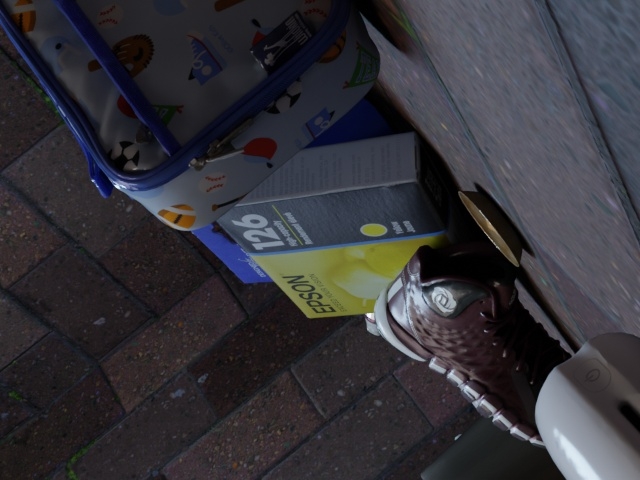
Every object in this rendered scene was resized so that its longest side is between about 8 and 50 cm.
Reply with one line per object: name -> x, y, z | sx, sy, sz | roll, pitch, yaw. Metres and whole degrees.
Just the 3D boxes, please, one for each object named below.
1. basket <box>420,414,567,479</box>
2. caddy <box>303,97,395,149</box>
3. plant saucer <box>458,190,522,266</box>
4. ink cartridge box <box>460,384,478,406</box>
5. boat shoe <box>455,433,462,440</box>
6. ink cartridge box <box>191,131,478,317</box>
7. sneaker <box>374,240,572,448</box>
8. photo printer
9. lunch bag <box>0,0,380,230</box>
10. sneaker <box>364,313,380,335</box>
basket -> 0.253, 0.277, 1.633 | 0.154, 0.227, 0.204 | 51, -179, -16
caddy -> -0.051, -0.144, 1.500 | 0.241, 0.179, 0.341 | 51, 180, -13
plant saucer -> 0.151, -0.014, 1.112 | 0.083, 0.015, 0.083 | 52, 180, 0
ink cartridge box -> 0.271, 0.206, 1.964 | 0.198, 0.114, 0.273 | 51, 180, -7
boat shoe -> 0.312, 0.318, 1.756 | 0.302, 0.091, 0.114 | 26, 155, 46
ink cartridge box -> 0.000, 0.000, 1.374 | 0.303, 0.307, 0.072 | 49, -144, -58
sneaker -> 0.194, 0.098, 1.293 | 0.281, 0.106, 0.162 | 29, 142, 5
photo printer -> 0.263, 0.205, 0.813 | 0.256, 0.107, 0.307 | 52, -179, 42
lunch bag -> -0.113, -0.163, 0.991 | 0.303, 0.243, 0.115 | 53, -179, 32
sneaker -> 0.108, 0.047, 1.588 | 0.069, 0.185, 0.084 | 26, 126, 27
